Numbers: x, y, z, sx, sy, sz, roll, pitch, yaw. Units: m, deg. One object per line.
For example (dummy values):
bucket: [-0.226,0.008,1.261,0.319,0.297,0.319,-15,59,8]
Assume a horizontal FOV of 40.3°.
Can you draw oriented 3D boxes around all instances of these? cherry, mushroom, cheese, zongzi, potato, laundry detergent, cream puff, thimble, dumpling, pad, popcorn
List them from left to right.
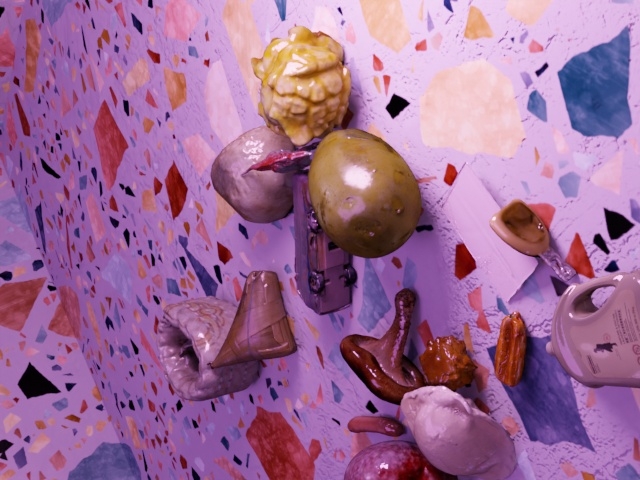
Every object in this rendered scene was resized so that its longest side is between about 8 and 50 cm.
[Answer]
thimble: [-0.317,0.298,2.435,0.291,0.195,0.292,17,112,50]
zongzi: [-0.199,0.204,2.233,0.256,0.115,0.228,-15,87,25]
mushroom: [-0.163,-0.139,2.063,0.267,0.164,0.190,-38,71,54]
popcorn: [-0.041,-0.311,1.792,0.256,0.194,0.255,143,122,-78]
potato: [0.078,-0.095,1.692,0.304,0.215,0.216,57,144,43]
mushroom: [0.155,0.209,1.801,0.227,0.148,0.218,40,118,33]
cherry: [0.159,0.513,1.810,0.300,0.230,0.203,173,96,-71]
cream puff: [0.249,0.244,1.695,0.116,0.094,0.122,42,109,48]
dumpling: [0.274,0.368,1.663,0.252,0.131,0.179,45,136,1]
pad: [0.298,-0.013,1.566,0.232,0.004,0.156,58,154,22]
cheese: [0.359,0.006,1.456,0.162,0.086,0.036,48,147,13]
laundry detergent: [0.449,0.146,1.361,0.253,0.091,0.181,-26,80,56]

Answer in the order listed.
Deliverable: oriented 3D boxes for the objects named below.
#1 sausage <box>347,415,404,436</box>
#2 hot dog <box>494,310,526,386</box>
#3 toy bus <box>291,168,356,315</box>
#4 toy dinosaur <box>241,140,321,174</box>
sausage: [0.121,0.423,1.989,0.186,0.043,0.043,-13,92,56]
hot dog: [0.346,0.196,1.577,0.062,0.038,0.144,28,123,50]
toy bus: [0.000,0.000,1.939,0.138,0.112,0.317,29,125,52]
toy dinosaur: [-0.093,-0.168,1.865,0.242,0.167,0.053,-8,96,28]
